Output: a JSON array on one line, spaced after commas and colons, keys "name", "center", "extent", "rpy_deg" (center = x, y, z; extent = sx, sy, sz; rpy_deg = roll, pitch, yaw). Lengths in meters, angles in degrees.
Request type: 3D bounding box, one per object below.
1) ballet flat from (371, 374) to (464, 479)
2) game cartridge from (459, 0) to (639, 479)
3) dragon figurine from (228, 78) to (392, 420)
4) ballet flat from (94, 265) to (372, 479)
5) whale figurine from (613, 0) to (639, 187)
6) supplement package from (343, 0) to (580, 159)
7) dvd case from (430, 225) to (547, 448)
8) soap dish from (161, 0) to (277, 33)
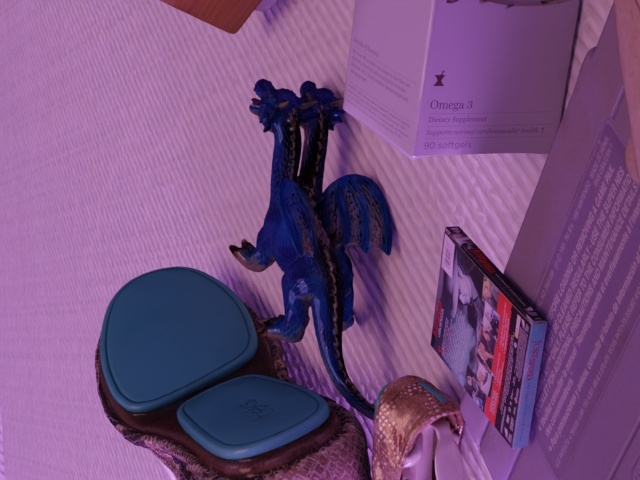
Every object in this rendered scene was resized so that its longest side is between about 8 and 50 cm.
[{"name": "ballet flat", "center": [0.068, 0.199, 1.103], "extent": [0.067, 0.073, 0.206], "rpy_deg": [14, 109, 50]}, {"name": "game cartridge", "center": [0.175, 0.057, 0.834], "extent": [0.355, 0.068, 0.230], "rpy_deg": [105, 155, -45]}, {"name": "dragon figurine", "center": [0.000, 0.000, 1.205], "extent": [0.144, 0.085, 0.289], "rpy_deg": [110, 148, -42]}, {"name": "ballet flat", "center": [-0.076, 0.168, 1.318], "extent": [0.483, 0.164, 0.182], "rpy_deg": [33, 144, 66]}, {"name": "whale figurine", "center": [0.195, -0.096, 0.619], "extent": [0.216, 0.141, 0.272], "rpy_deg": [111, 151, -43]}, {"name": "supplement package", "center": [0.089, -0.151, 0.966], "extent": [0.105, 0.105, 0.179], "rpy_deg": [-137, 48, -58]}, {"name": "dvd case", "center": [0.098, 0.056, 0.941], "extent": [0.119, 0.013, 0.087], "rpy_deg": [-129, 38, -55]}, {"name": "soap dish", "center": [-0.067, -0.330, 1.277], "extent": [0.291, 0.118, 0.229], "rpy_deg": [140, 123, -62]}]
